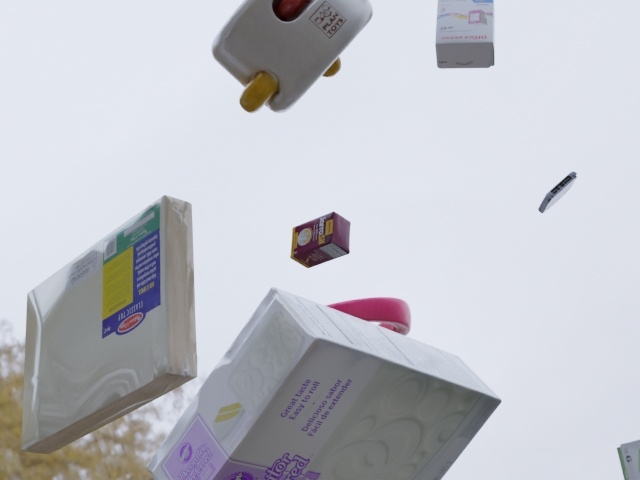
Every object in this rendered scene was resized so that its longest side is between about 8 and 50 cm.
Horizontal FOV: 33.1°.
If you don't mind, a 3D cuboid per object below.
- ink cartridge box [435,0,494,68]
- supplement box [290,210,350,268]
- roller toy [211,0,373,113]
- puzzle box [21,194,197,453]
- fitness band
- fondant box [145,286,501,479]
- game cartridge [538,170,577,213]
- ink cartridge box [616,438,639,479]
[{"bbox_3d":[0.223,-0.323,1.656,0.088,0.122,0.052,-1,-38,10],"label":"ink cartridge box"},{"bbox_3d":[0.000,0.000,1.582,0.083,0.055,0.043,-22,-39,35],"label":"supplement box"},{"bbox_3d":[-0.032,-0.265,1.392,0.146,0.209,0.191,42,-63,-6],"label":"roller toy"},{"bbox_3d":[-0.322,0.136,1.600,0.052,0.272,0.409,18,-34,-38],"label":"puzzle box"},{"bbox_3d":[0.034,0.144,1.801,0.209,0.054,0.291,2,-18,-15],"label":"fitness band"},{"bbox_3d":[0.014,0.206,1.162,0.330,0.096,0.238,24,-74,-44],"label":"fondant box"},{"bbox_3d":[0.421,-0.084,1.917,0.083,0.017,0.056,-39,-22,-24],"label":"game cartridge"},{"bbox_3d":[0.453,0.302,1.385,0.062,0.109,0.209,0,-19,-35],"label":"ink cartridge box"}]
